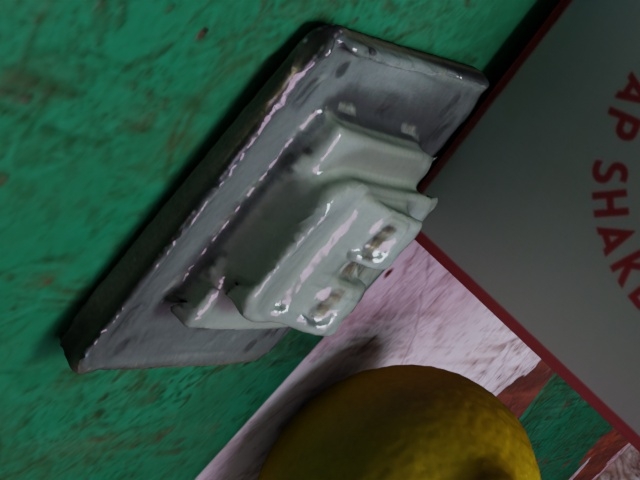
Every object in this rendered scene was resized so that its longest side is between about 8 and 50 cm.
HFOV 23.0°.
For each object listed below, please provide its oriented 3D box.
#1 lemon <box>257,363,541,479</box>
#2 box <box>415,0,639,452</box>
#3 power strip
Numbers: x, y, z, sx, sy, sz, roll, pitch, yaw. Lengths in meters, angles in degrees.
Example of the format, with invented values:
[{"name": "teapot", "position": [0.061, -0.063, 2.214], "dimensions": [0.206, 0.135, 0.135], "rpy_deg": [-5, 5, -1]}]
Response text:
[{"name": "lemon", "position": [0.050, 0.176, 1.050], "dimensions": [0.187, 0.186, 0.244], "rpy_deg": [-30, -172, -37]}, {"name": "box", "position": [0.293, -0.037, 0.891], "dimensions": [0.314, 0.312, 0.300], "rpy_deg": [-53, 162, 23]}, {"name": "power strip", "position": [0.000, 0.000, 0.747], "dimensions": [0.198, 0.064, 0.213], "rpy_deg": [-52, 159, 16]}]
